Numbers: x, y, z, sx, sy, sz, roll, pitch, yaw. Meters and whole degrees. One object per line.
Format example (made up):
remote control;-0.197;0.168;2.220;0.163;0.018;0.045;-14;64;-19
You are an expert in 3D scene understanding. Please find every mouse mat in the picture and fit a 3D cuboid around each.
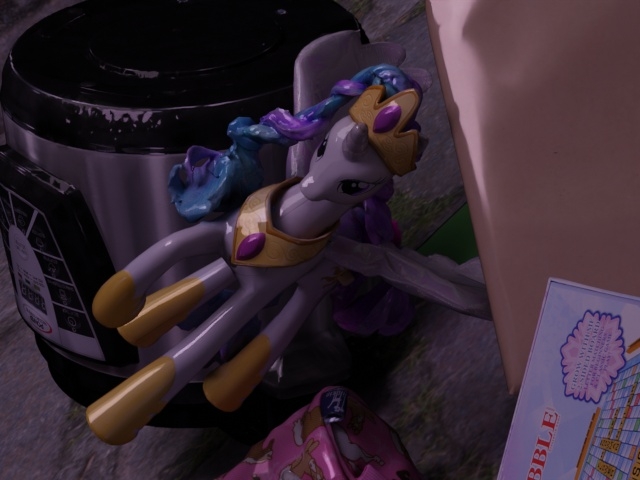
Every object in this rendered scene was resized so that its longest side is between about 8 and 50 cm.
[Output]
mouse mat;0.179;-0.024;1.898;0.190;0.007;0.152;-44;21;-5

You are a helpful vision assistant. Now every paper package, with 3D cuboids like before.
paper package;0.260;-0.066;1.325;0.309;0.325;0.168;-16;-15;19

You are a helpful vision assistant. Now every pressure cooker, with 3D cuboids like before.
pressure cooker;-0.113;-0.008;1.826;0.375;0.420;0.370;3;29;12

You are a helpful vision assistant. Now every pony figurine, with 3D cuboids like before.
pony figurine;0.000;0.000;1.490;0.363;0.303;0.351;-41;-14;21

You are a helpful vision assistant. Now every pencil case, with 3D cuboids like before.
pencil case;-0.090;0.280;1.548;0.386;0.167;0.160;-35;47;14

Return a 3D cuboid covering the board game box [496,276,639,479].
board game box;0.213;0.199;1.090;0.318;0.066;0.318;14;89;58
